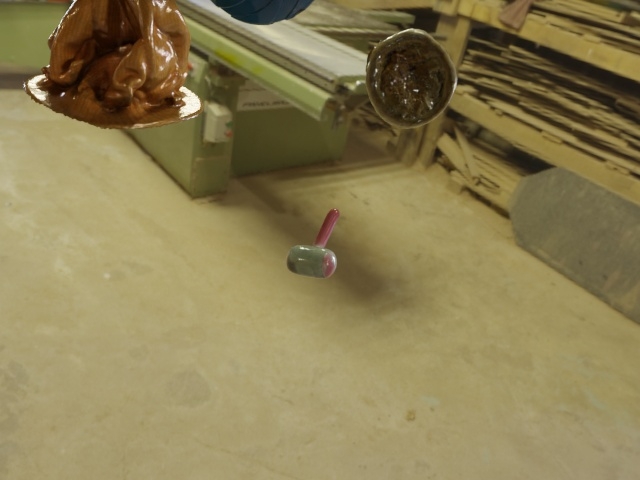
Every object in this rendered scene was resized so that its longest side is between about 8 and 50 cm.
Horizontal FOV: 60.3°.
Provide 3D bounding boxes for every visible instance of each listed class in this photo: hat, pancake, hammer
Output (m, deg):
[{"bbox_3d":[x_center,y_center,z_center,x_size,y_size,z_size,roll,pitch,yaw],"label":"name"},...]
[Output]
[{"bbox_3d":[-0.283,-0.309,0.777,0.245,0.233,0.233,19,33,4],"label":"hat"},{"bbox_3d":[0.138,-0.250,0.858,0.152,0.151,0.025,9,12,-6],"label":"pancake"},{"bbox_3d":[0.000,0.000,0.560,0.053,0.031,0.083,10,59,26],"label":"hammer"}]

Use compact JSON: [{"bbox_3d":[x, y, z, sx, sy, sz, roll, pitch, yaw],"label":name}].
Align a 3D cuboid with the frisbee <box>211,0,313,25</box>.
[{"bbox_3d":[-0.094,-0.446,0.811,0.242,0.242,0.045,18,23,9],"label":"frisbee"}]
